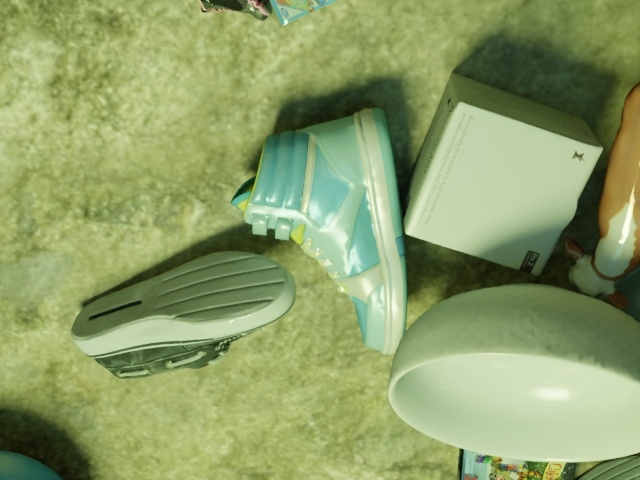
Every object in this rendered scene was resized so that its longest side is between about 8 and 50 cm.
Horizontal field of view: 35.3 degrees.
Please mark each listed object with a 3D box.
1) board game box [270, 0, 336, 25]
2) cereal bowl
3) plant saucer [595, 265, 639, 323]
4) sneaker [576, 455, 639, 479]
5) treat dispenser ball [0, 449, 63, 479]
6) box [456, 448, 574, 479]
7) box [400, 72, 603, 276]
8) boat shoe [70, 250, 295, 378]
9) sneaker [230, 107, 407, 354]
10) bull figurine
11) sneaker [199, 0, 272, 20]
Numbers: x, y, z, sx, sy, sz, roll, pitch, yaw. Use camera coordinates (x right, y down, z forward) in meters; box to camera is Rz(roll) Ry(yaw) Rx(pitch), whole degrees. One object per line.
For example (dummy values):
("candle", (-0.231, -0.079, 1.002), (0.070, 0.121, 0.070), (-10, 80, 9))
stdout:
("board game box", (-0.030, -0.338, 1.151), (0.103, 0.026, 0.154), (-21, 113, 11))
("cereal bowl", (0.256, 0.149, 1.226), (0.339, 0.141, 0.339), (8, 151, 4))
("plant saucer", (0.533, 0.171, 1.273), (0.401, 0.100, 0.400), (11, 122, 19))
("sneaker", (0.404, 0.398, 1.464), (0.258, 0.094, 0.091), (-34, 112, 26))
("treat dispenser ball", (-0.465, 0.434, 1.384), (0.288, 0.288, 0.288), (0, 115, 1))
("box", (0.281, 0.263, 1.422), (0.159, 0.044, 0.233), (1, 116, 1))
("box", (0.212, -0.080, 1.219), (0.182, 0.119, 0.181), (18, 114, -7))
("boat shoe", (-0.164, 0.104, 1.314), (0.335, 0.121, 0.119), (-12, 134, 28))
("sneaker", (0.000, 0.000, 1.261), (0.208, 0.127, 0.319), (-7, 106, 2))
("bull figurine", (0.383, -0.067, 1.176), (0.101, 0.188, 0.310), (30, 133, 25))
("sneaker", (-0.114, -0.285, 1.173), (0.119, 0.047, 0.057), (31, 119, -5))
